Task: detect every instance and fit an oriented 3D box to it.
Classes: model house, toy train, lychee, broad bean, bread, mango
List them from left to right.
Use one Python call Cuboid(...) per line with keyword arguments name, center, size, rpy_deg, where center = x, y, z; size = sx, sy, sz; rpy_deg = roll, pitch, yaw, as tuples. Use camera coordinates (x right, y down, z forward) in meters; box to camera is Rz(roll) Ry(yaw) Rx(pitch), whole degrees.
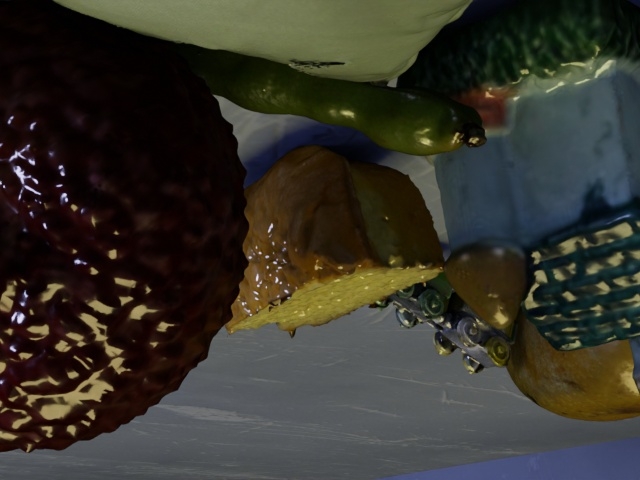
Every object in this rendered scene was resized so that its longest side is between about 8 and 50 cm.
Cuboid(name="lychee", center=(-0.161, -0.012, 0.588), size=(0.261, 0.260, 0.260), rpy_deg=(-2, 160, -1))
Cuboid(name="broad bean", center=(-0.018, -0.095, 0.648), size=(0.256, 0.052, 0.053), rpy_deg=(17, -157, 12))
Cuboid(name="bread", center=(0.000, 0.000, 0.873), size=(0.143, 0.139, 0.229), rpy_deg=(7, 159, -32))
Cuboid(name="toy train", center=(0.131, 0.070, 1.098), size=(0.202, 0.081, 0.060), rpy_deg=(35, 145, -24))
Cuboid(name="mango", center=(0.288, 0.111, 1.144), size=(0.176, 0.176, 0.329), rpy_deg=(32, 155, -12))
Cuboid(name="model house", center=(0.191, 0.001, 0.690), size=(0.185, 0.291, 0.253), rpy_deg=(-23, 152, 35))

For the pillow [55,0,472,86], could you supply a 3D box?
Cuboid(name="pillow", center=(-0.014, -0.167, 0.429), size=(0.313, 0.119, 0.310), rpy_deg=(7, 162, -29))
